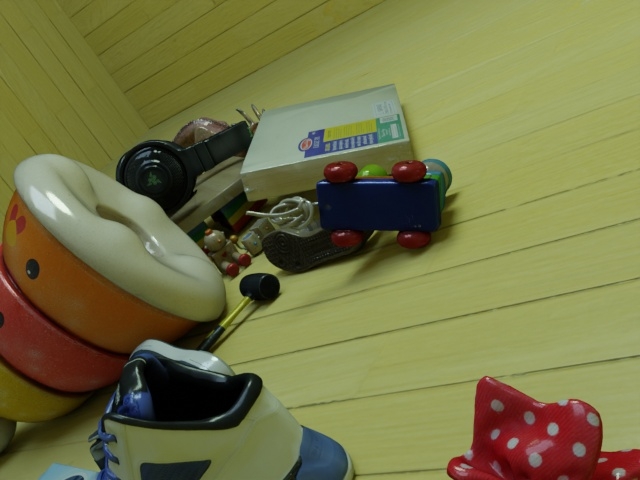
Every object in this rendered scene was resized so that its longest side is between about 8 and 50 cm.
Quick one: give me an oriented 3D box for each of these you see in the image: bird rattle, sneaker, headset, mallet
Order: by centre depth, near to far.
[{"bbox_3d":[0.107,0.201,0.436,0.253,0.143,0.207,-27,27,-19],"label":"bird rattle"},{"bbox_3d":[-0.150,0.198,0.700,0.315,0.182,0.127,-30,18,12],"label":"sneaker"},{"bbox_3d":[-0.214,0.199,0.953,0.163,0.086,0.226,-45,20,-30],"label":"sneaker"},{"bbox_3d":[-0.135,0.114,1.114,0.189,0.039,0.062,-45,21,-19],"label":"mallet"},{"bbox_3d":[0.000,0.000,1.147,0.188,0.066,0.071,-8,15,43],"label":"sneaker"},{"bbox_3d":[-0.290,-0.089,1.472,0.394,0.185,0.243,-27,10,-14],"label":"headset"}]

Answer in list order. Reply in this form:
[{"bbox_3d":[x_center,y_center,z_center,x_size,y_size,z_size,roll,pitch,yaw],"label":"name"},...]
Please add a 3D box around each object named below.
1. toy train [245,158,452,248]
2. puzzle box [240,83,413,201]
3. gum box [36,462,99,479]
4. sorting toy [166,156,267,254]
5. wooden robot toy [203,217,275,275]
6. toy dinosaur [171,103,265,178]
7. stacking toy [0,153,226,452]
[{"bbox_3d":[0.043,-0.062,1.051,0.248,0.105,0.143,1,20,21],"label":"toy train"},{"bbox_3d":[0.014,-0.183,1.427,0.272,0.052,0.409,-10,22,6],"label":"puzzle box"},{"bbox_3d":[-0.295,0.316,0.867,0.184,0.041,0.157,-10,30,49],"label":"gum box"},{"bbox_3d":[-0.223,-0.051,1.571,0.255,0.089,0.257,-38,19,-12],"label":"sorting toy"},{"bbox_3d":[-0.153,0.009,1.325,0.173,0.079,0.076,-42,20,-19],"label":"wooden robot toy"},{"bbox_3d":[-0.207,-0.214,1.748,0.200,0.296,0.127,109,168,-52],"label":"toy dinosaur"},{"bbox_3d":[-0.400,0.149,1.179,0.480,0.350,0.350,-52,18,6],"label":"stacking toy"}]
